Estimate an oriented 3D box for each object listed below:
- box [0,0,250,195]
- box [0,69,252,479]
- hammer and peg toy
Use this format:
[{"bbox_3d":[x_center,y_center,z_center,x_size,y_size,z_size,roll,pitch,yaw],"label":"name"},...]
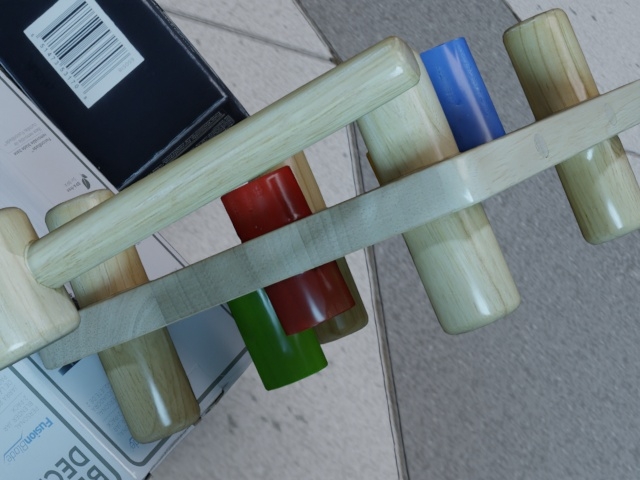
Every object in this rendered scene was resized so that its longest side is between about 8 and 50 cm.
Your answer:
[{"bbox_3d":[-0.129,-0.108,1.032,0.156,0.093,0.158,50,1,4],"label":"box"},{"bbox_3d":[-0.182,0.011,0.893,0.290,0.087,0.169,45,31,-2],"label":"box"},{"bbox_3d":[0.000,0.000,0.792,0.361,0.266,0.127,-24,92,-59],"label":"hammer and peg toy"}]
